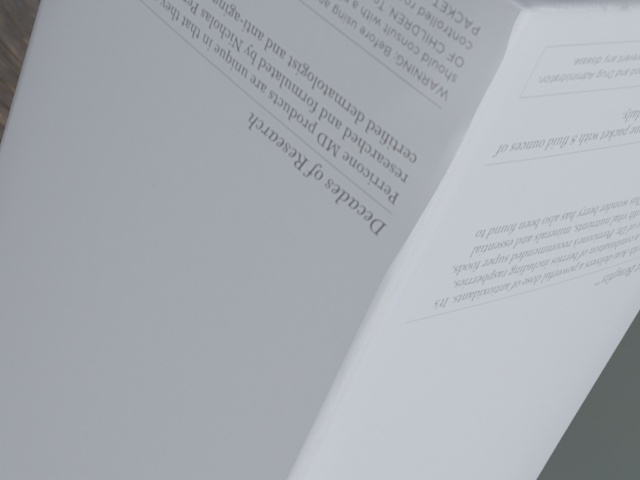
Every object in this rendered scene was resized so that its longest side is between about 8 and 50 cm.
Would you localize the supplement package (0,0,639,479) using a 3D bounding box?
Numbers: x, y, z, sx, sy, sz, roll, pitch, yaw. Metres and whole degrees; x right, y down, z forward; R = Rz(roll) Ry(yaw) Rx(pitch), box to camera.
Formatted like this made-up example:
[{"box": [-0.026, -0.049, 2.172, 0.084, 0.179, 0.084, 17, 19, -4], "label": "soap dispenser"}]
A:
[{"box": [0.000, 0.000, 0.474, 0.178, 0.175, 0.293, -11, 135, -46], "label": "supplement package"}]
